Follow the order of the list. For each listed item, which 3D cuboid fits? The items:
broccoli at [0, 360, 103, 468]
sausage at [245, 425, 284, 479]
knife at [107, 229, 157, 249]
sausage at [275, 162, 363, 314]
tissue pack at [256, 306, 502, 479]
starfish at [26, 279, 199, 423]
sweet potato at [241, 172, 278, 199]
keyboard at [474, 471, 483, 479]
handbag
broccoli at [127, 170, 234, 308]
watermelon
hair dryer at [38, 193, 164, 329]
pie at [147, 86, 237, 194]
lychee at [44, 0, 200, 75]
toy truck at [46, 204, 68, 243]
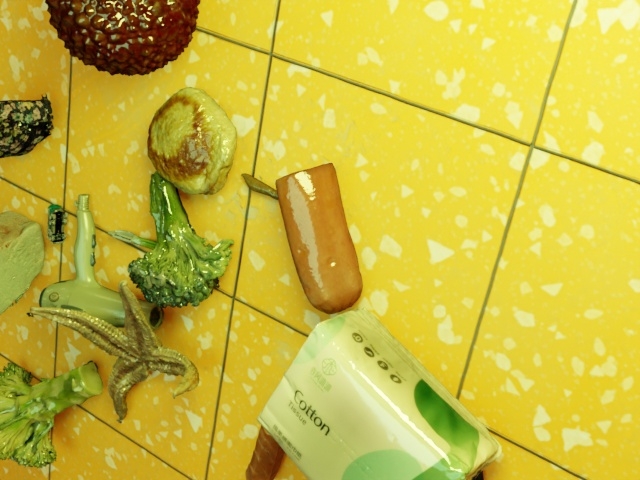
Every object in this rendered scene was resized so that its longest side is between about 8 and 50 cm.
[{"bbox_3d":[-0.664,0.415,2.073,0.361,0.221,0.252,-9,64,36],"label":"broccoli"},{"bbox_3d":[-0.112,0.445,1.764,0.065,0.065,0.169,30,121,23],"label":"sausage"},{"bbox_3d":[-0.375,0.003,1.821,0.184,0.026,0.022,16,121,26],"label":"knife"},{"bbox_3d":[0.000,0.000,1.505,0.113,0.113,0.259,-8,100,36],"label":"sausage"},{"bbox_3d":[0.095,0.332,1.485,0.356,0.194,0.266,44,121,21],"label":"tissue pack"},{"bbox_3d":[-0.411,0.253,1.825,0.398,0.132,0.384,-3,136,42],"label":"starfish"},{"bbox_3d":[-0.103,-0.095,1.599,0.115,0.026,0.026,27,119,22],"label":"sweet potato"},{"bbox_3d":[0.191,0.420,1.569,0.230,0.025,0.094,3,106,34],"label":"keyboard"},{"bbox_3d":[-0.693,-0.240,1.848,0.228,0.207,0.127,-19,80,31],"label":"handbag"},{"bbox_3d":[-0.269,-0.001,1.681,0.198,0.177,0.275,11,95,29],"label":"broccoli"},{"bbox_3d":[-0.761,0.039,2.009,0.228,0.258,0.387,60,172,-15],"label":"watermelon"},{"bbox_3d":[-0.460,0.088,1.876,0.295,0.119,0.298,27,107,18],"label":"hair dryer"},{"bbox_3d":[-0.243,-0.183,1.627,0.205,0.084,0.179,51,127,14],"label":"pie"},{"bbox_3d":[-0.348,-0.420,1.515,0.300,0.264,0.264,36,126,49],"label":"lychee"},{"bbox_3d":[-0.601,-0.038,1.955,0.044,0.039,0.083,31,121,42],"label":"toy truck"}]
